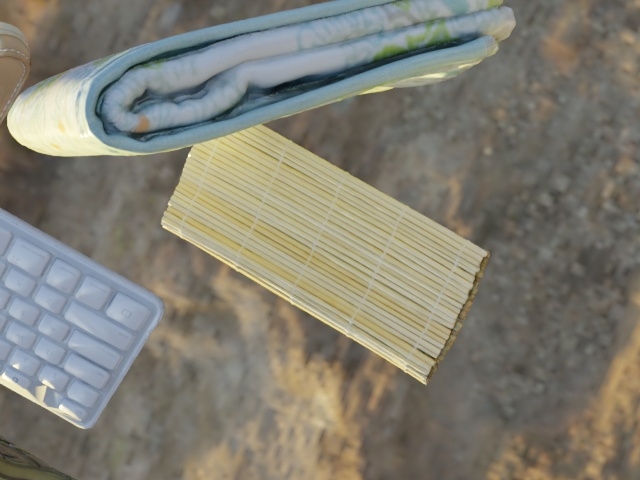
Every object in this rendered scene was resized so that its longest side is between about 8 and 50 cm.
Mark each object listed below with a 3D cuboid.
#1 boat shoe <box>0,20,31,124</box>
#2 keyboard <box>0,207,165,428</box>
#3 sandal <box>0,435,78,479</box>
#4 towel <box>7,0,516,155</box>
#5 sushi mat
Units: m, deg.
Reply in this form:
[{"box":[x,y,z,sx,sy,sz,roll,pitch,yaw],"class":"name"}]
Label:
[{"box":[-0.196,-0.032,0.944,0.170,0.063,0.059,-47,56,14],"class":"boat shoe"},{"box":[-0.173,-0.021,0.616,0.072,0.256,0.014,-54,8,47],"class":"keyboard"},{"box":[-0.259,0.196,1.467,0.120,0.303,0.086,22,82,43],"class":"sandal"},{"box":[-0.058,-0.138,1.633,0.320,0.374,0.090,176,80,-71],"class":"towel"},{"box":[0.000,0.000,1.804,0.019,0.316,0.151,-27,-37,-60],"class":"sushi mat"}]
